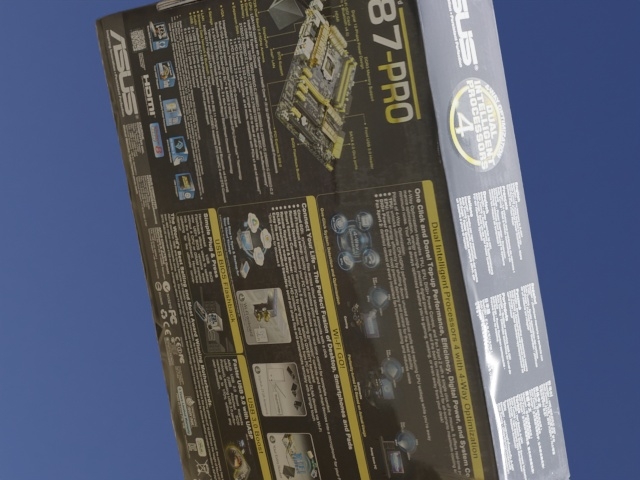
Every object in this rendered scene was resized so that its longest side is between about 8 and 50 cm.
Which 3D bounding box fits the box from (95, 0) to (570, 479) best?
[{"bbox_3d":[0.000,0.000,1.259,0.318,0.097,0.395,-7,-84,44],"label":"box"}]
